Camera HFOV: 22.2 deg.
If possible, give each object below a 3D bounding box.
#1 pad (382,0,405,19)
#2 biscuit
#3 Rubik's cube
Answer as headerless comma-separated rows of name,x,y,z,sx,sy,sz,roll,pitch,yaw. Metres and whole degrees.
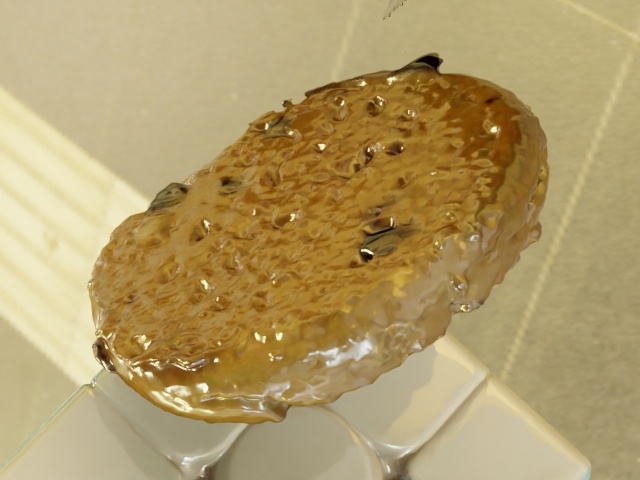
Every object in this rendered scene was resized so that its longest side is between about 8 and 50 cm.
pad,0.131,-0.207,0.893,0.315,0.063,0.375,-58,6,-6
biscuit,0.001,0.001,0.963,0.296,0.296,0.075,4,133,44
Rubik's cube,-0.031,0.191,1.169,0.291,0.292,0.290,41,162,6
